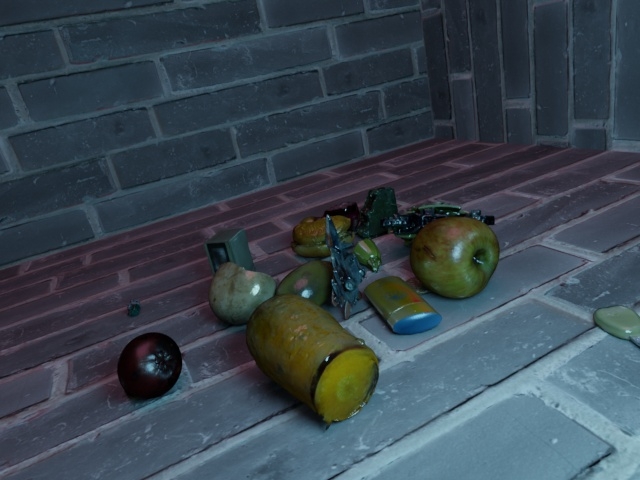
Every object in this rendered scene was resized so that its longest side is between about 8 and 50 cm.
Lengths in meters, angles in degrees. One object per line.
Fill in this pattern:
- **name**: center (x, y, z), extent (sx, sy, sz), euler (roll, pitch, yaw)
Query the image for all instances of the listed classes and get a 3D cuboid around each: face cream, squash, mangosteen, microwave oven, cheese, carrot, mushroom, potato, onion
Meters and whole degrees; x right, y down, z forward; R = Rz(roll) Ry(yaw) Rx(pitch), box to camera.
- **face cream**: center (0.239, 0.193, 1.393), extent (0.140, 0.067, 0.285), euler (-18, 21, -9)
- **squash**: center (0.196, 0.066, 1.742), extent (0.105, 0.105, 0.132), euler (-19, 36, -19)
- **mangosteen**: center (-0.478, 0.350, 1.271), extent (0.200, 0.199, 0.199), euler (-11, 21, 4)
- **microwave oven**: center (-0.367, 0.072, 1.852), extent (0.129, 0.204, 0.163), euler (-4, 21, 18)
- **cheese**: center (0.738, 0.217, 1.096), extent (0.097, 0.037, 0.192), euler (-11, 20, 6)
- **carrot**: center (-0.037, 0.269, 1.133), extent (0.224, 0.224, 0.341), euler (-23, 27, -27)
- **mushroom**: center (-0.267, 0.197, 1.553), extent (0.254, 0.195, 0.188), euler (8, 62, 43)
- **potato**: center (-0.037, 0.152, 1.520), extent (0.175, 0.159, 0.251), euler (9, 41, 42)
- **onion**: center (0.075, -0.096, 2.140), extent (0.218, 0.139, 0.195), euler (-20, 18, -19)

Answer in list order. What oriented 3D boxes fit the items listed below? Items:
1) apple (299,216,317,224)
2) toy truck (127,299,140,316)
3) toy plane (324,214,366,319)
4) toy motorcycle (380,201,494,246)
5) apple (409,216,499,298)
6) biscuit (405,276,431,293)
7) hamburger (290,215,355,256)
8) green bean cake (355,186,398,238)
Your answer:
- **apple**: center (-0.045, -0.066, 2.187), extent (0.102, 0.099, 0.114), euler (-7, 24, 21)
- **toy truck**: center (-0.724, 0.263, 1.791), extent (0.044, 0.039, 0.083), euler (2, 20, -10)
- **toy plane**: center (0.072, 0.072, 1.432), extent (0.105, 0.325, 0.223), euler (3, 25, 27)
- **toy motorcycle**: center (0.441, -0.062, 1.750), extent (0.411, 0.168, 0.237), euler (0, -9, 19)
- **apple**: center (0.406, 0.048, 1.426), extent (0.265, 0.264, 0.264), euler (-11, 21, 4)
- **biscuit**: center (0.333, 0.147, 1.535), extent (0.120, 0.015, 0.120), euler (-11, 21, 4)
- **hamburger**: center (0.000, 0.000, 1.934), extent (0.283, 0.143, 0.156), euler (-12, 27, 11)
- **green bean cake**: center (0.238, -0.128, 2.041), extent (0.194, 0.208, 0.107), euler (-15, 18, -14)
